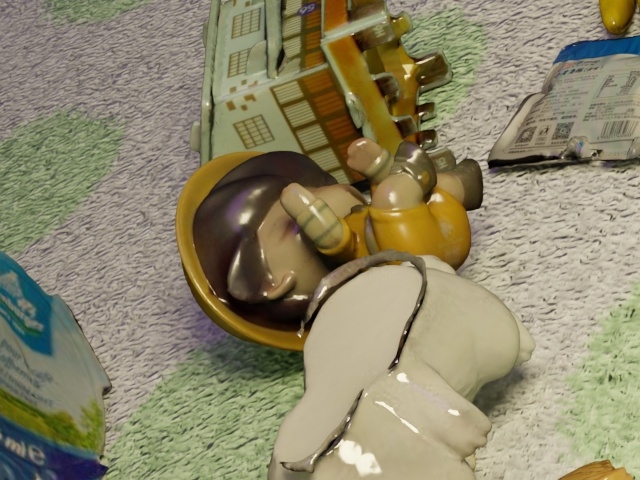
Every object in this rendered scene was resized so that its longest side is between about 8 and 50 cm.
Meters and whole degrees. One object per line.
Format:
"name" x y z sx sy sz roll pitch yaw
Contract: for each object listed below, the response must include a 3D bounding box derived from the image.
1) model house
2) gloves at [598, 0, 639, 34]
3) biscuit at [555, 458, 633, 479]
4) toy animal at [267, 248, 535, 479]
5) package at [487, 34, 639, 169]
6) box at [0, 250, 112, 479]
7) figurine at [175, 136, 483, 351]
"model house" -0.005 -0.144 1.749 0.215 0.198 0.224 -20 36 15
"gloves" 0.306 -0.296 1.780 0.133 0.116 0.294 -27 38 22
"biscuit" 0.124 0.188 1.226 0.162 0.035 0.250 -38 -7 31
"toy animal" 0.030 0.151 1.367 0.325 0.154 0.208 -50 29 -16
"package" 0.246 -0.123 1.660 0.171 0.027 0.173 -3 40 43
"box" -0.331 0.162 1.633 0.206 0.262 0.291 -35 39 21
"figurine" 0.001 0.005 1.570 0.257 0.167 0.192 -4 11 43
